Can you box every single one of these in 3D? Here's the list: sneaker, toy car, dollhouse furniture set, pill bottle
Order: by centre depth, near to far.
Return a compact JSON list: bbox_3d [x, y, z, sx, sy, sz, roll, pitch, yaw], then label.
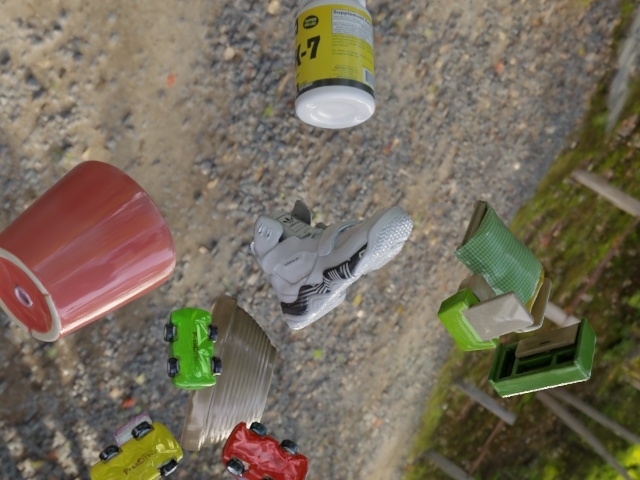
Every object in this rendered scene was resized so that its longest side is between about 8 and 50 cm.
[{"bbox_3d":[-0.142,0.187,1.006,0.239,0.225,0.053,2,151,-20],"label":"toy car"},{"bbox_3d":[0.020,-0.284,1.319,0.119,0.119,0.209,54,33,-68],"label":"pill bottle"},{"bbox_3d":[0.324,0.063,1.386,0.151,0.198,0.301,-24,-157,36],"label":"dollhouse furniture set"},{"bbox_3d":[0.000,0.000,1.616,0.137,0.210,0.366,-26,166,-45],"label":"sneaker"}]

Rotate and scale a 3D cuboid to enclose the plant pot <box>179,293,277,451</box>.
[{"bbox_3d":[-0.131,0.206,1.337,0.237,0.109,0.237,-167,-90,-87],"label":"plant pot"}]

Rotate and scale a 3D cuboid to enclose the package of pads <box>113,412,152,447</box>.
[{"bbox_3d":[-0.242,0.260,1.165,0.050,0.032,0.083,-29,160,-19],"label":"package of pads"}]

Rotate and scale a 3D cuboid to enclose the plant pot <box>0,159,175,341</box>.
[{"bbox_3d":[-0.435,0.032,1.557,0.243,0.275,0.275,-42,156,-39],"label":"plant pot"}]
